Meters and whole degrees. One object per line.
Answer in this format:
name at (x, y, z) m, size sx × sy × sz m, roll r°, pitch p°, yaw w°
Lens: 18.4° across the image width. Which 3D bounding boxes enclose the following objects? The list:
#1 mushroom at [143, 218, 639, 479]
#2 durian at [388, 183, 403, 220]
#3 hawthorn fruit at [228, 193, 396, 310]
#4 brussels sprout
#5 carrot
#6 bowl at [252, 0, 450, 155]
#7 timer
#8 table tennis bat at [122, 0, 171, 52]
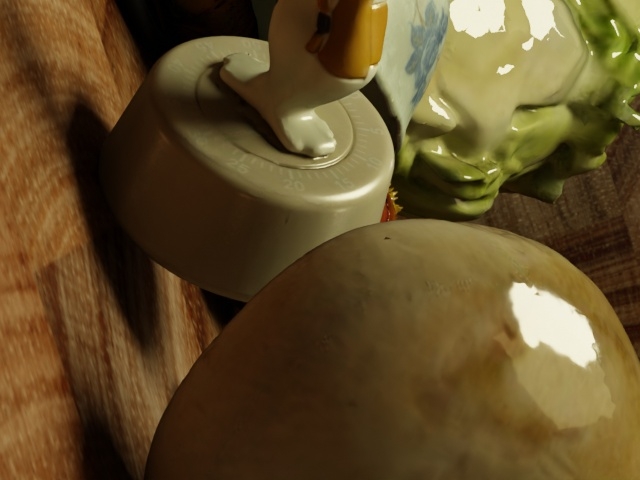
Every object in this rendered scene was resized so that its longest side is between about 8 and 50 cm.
mushroom at (0.030, 0.113, 1.089) m, size 0.290 × 0.292 × 0.292 m, roll 34°, pitch -33°, yaw 63°
durian at (0.000, 0.000, 1.572) m, size 0.158 × 0.137 × 0.168 m, roll 64°, pitch 26°, yaw -68°
hawthorn fruit at (-0.026, -0.025, 1.429) m, size 0.172 × 0.148 × 0.148 m, roll 59°, pitch 2°, yaw 19°
brussels sprout at (0.079, -0.204, 1.853) m, size 0.425 × 0.342 × 0.361 m, roll 31°, pitch -10°, yaw -22°
carrot at (-0.080, -0.170, 1.510) m, size 0.229 × 0.069 × 0.069 m, roll 77°, pitch -1°, yaw -70°
bowl at (0.013, -0.225, 1.496) m, size 0.313 × 0.146 × 0.313 m, roll 51°, pitch -9°, yaw 12°
timer at (-0.006, -0.114, 1.120) m, size 0.175 × 0.175 × 0.266 m, roll -99°, pitch -153°, yaw -48°
table tennis bat at (-0.145, -0.247, 1.454) m, size 0.150 × 0.027 × 0.236 m, roll 63°, pitch 14°, yaw -63°
